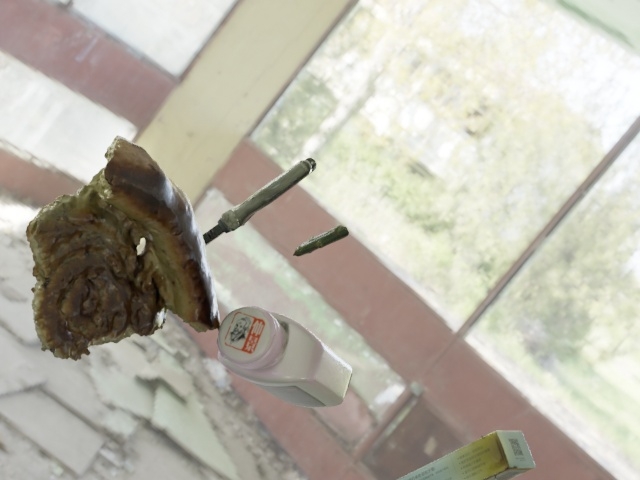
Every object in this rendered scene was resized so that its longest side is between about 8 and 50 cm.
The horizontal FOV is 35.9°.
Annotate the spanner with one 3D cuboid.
[{"bbox_3d":[-0.143,-0.058,1.909,0.040,0.325,0.095,55,15,-1],"label":"spanner"}]

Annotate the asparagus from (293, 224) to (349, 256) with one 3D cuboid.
[{"bbox_3d":[0.000,0.001,1.660,0.025,0.108,0.021,63,19,-8],"label":"asparagus"}]

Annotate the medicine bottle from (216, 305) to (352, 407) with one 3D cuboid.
[{"bbox_3d":[-0.046,0.128,1.090,0.115,0.078,0.219,13,-14,21],"label":"medicine bottle"}]

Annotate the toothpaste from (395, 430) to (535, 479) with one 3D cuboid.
[{"bbox_3d":[0.186,0.390,1.563,0.089,0.313,0.071,12,51,-48],"label":"toothpaste"}]

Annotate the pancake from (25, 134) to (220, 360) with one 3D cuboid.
[{"bbox_3d":[-0.175,0.007,0.953,0.056,0.212,0.257,15,11,29],"label":"pancake"}]
